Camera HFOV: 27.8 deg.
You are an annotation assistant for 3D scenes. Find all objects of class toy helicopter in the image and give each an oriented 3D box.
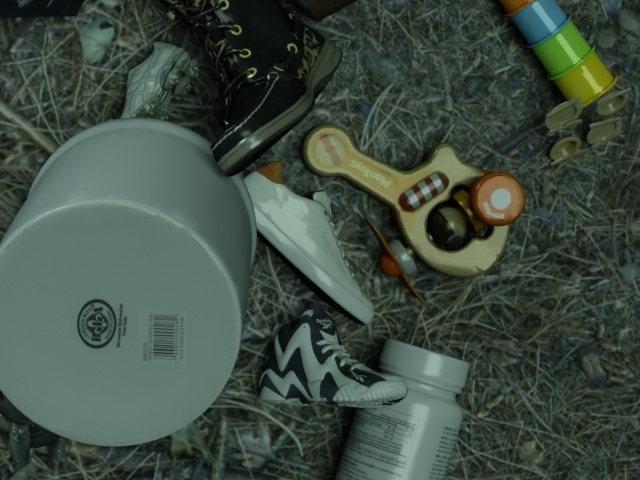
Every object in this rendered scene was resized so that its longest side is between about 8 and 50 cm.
[{"bbox_3d":[0.120,-0.056,1.976,0.355,0.140,0.235,29,91,-8],"label":"toy helicopter"}]

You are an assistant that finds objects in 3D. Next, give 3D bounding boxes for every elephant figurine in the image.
[{"bbox_3d":[-0.391,0.213,1.717,0.186,0.239,0.169,16,86,-20],"label":"elephant figurine"}]

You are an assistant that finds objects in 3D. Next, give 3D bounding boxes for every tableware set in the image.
[{"bbox_3d":[0.425,-0.184,2.066,0.141,0.169,0.020,-22,58,-4],"label":"tableware set"}]

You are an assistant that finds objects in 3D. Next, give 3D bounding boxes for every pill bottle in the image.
[{"bbox_3d":[0.122,0.301,1.951,0.160,0.160,0.283,19,86,-20],"label":"pill bottle"}]

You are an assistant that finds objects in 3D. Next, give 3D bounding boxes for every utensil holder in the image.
[{"bbox_3d":[-0.248,0.042,1.638,0.327,0.385,0.327,0,107,-1],"label":"utensil holder"}]

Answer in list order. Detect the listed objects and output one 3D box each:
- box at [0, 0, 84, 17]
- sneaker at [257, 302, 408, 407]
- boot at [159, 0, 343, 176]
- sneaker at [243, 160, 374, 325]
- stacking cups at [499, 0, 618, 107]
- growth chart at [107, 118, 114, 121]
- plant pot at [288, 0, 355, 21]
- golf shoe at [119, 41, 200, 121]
[{"bbox_3d":[-0.407,-0.376,1.708,0.207,0.153,0.108,-7,72,-30],"label":"box"},{"bbox_3d":[0.019,0.165,1.900,0.094,0.235,0.153,20,70,-53],"label":"sneaker"},{"bbox_3d":[-0.129,-0.270,1.775,0.284,0.138,0.377,47,35,-11],"label":"boot"},{"bbox_3d":[0.000,0.000,1.923,0.123,0.106,0.290,-46,105,-10],"label":"sneaker"},{"bbox_3d":[0.345,-0.357,2.056,0.096,0.096,0.316,-41,100,-14],"label":"stacking cups"},{"bbox_3d":[-0.269,-0.041,1.828,0.172,0.021,0.237,-36,104,15],"label":"growth chart"},{"bbox_3d":[0.034,-0.438,1.883,0.215,0.215,0.230,42,90,-17],"label":"plant pot"},{"bbox_3d":[-0.252,-0.206,1.851,0.176,0.086,0.069,-53,152,-7],"label":"golf shoe"}]
